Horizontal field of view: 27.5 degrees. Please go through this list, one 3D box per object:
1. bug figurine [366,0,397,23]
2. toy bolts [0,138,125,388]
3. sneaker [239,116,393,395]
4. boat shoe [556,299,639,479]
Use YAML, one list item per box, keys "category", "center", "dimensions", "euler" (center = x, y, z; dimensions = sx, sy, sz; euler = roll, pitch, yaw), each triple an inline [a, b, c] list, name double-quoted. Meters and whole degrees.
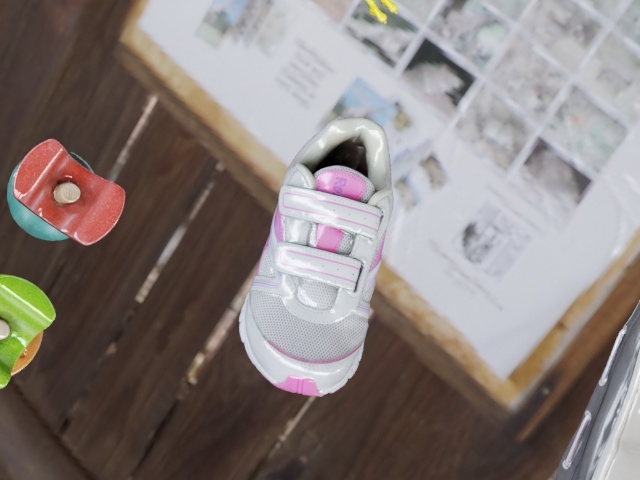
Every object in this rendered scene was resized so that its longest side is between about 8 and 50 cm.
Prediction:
- category: "bug figurine"
  center: [0.046, -0.362, 1.405]
  dimensions: [0.279, 0.216, 0.072]
  euler: [37, -2, 26]
- category: "toy bolts"
  center: [-0.314, -0.005, 1.226]
  dimensions: [0.218, 0.228, 0.158]
  euler: [43, -15, -17]
- category: "sneaker"
  center: [0.000, 0.000, 1.019]
  dimensions: [0.102, 0.111, 0.252]
  euler: [10, 53, -3]
- category: "boat shoe"
  center: [0.355, 0.150, 1.464]
  dimensions: [0.112, 0.335, 0.095]
  euler: [24, 0, -31]
